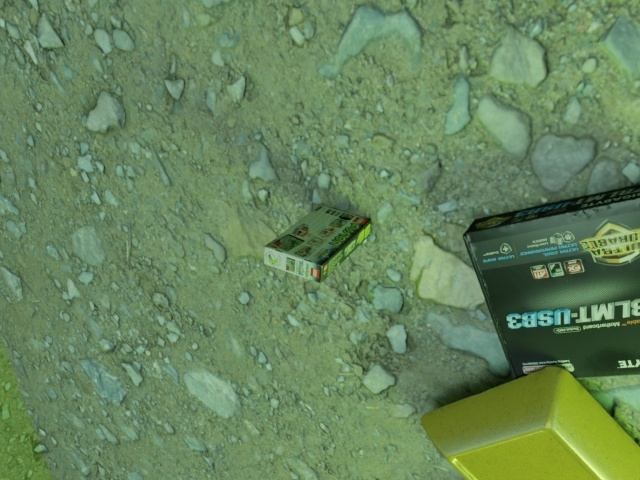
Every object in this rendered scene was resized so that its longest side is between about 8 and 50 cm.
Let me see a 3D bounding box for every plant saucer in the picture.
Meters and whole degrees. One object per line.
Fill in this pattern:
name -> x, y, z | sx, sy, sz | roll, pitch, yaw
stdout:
plant saucer -> 0.394, 0.412, 1.062 | 0.333, 0.081, 0.332 | 45, 130, -9

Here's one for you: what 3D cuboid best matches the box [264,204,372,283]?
box -> 0.000, 0.000, 1.053 | 0.114, 0.207, 0.036 | 18, 121, 22

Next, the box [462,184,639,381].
box -> 0.416, 0.081, 0.936 | 0.295, 0.073, 0.293 | -12, 106, 35
